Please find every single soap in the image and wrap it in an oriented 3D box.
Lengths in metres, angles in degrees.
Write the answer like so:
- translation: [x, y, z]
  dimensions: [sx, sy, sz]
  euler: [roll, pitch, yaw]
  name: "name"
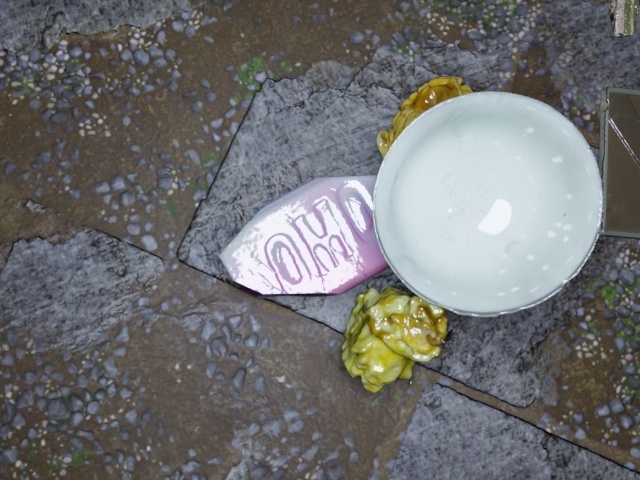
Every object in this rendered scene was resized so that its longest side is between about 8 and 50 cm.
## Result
- translation: [0.000, 0.000, 0.836]
  dimensions: [0.323, 0.109, 0.193]
  euler: [-28, 87, -5]
  name: "soap"

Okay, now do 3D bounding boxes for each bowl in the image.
- translation: [0.231, -0.054, 0.735]
  dimensions: [0.313, 0.146, 0.314]
  euler: [0, 97, 3]
  name: "bowl"

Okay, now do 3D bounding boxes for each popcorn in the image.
- translation: [0.193, -0.185, 0.853]
  dimensions: [0.140, 0.163, 0.194]
  euler: [36, 51, -18]
  name: "popcorn"
- translation: [0.109, 0.156, 0.783]
  dimensions: [0.173, 0.195, 0.168]
  euler: [40, 76, -4]
  name: "popcorn"

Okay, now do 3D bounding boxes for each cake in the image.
- translation: [0.593, -0.470, 0.956]
  dimensions: [0.051, 0.055, 0.140]
  euler: [-2, 102, -5]
  name: "cake"

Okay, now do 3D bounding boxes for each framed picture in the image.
- translation: [0.637, -0.144, 0.930]
  dimensions: [0.211, 0.020, 0.290]
  euler: [5, 85, -3]
  name: "framed picture"

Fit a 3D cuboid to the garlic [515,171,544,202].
- translation: [0.334, -0.103, 0.858]
  dimensions: [0.225, 0.199, 0.199]
  euler: [-1, 84, 26]
  name: "garlic"
